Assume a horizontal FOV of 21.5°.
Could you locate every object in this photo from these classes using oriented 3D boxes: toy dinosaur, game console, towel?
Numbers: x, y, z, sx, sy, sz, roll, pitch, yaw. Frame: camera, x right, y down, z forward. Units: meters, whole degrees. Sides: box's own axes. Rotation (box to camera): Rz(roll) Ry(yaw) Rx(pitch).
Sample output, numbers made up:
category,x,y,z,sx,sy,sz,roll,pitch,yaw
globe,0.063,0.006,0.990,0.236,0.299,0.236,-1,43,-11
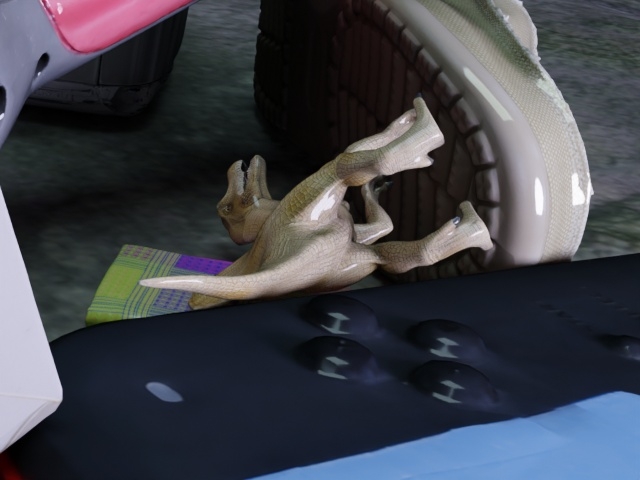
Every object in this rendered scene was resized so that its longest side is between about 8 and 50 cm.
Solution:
category,x,y,z,sx,sy,sz,roll,pitch,yaw
toy dinosaur,0.000,0.000,0.503,0.092,0.053,0.183,-26,9,5
game console,0.152,0.096,0.369,0.342,0.060,0.386,-11,30,-43
towel,-0.029,0.022,0.538,0.083,0.009,0.060,11,22,2

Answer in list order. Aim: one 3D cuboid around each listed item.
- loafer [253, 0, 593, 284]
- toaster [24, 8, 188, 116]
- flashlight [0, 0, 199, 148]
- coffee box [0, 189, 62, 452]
category,x,y,z,sx,sy,sz,roll,pitch,yaw
loafer,0.046,-0.058,0.648,0.092,0.102,0.268,-3,24,-17
toaster,-0.112,-0.148,0.741,0.129,0.146,0.227,9,22,-5
flashlight,-0.070,-0.096,0.562,0.103,0.103,0.304,35,52,28
coffee box,-0.190,-0.015,0.349,0.246,0.098,0.141,30,55,34
